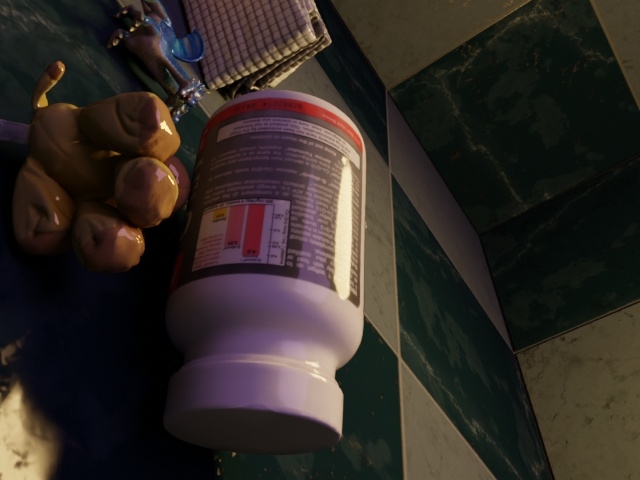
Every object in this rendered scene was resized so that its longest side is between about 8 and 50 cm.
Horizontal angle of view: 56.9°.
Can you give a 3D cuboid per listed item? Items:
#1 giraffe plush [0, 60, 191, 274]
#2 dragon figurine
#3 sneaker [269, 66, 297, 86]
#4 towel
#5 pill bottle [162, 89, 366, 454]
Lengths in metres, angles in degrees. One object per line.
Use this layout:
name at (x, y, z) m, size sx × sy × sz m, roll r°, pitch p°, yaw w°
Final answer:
giraffe plush at (-0.208, -0.059, 0.604) m, size 0.210 × 0.181 × 0.170 m, roll 30°, pitch 0°, yaw 19°
dragon figurine at (-0.238, -0.303, 0.910) m, size 0.144 × 0.085 × 0.289 m, roll 42°, pitch 28°, yaw -41°
sneaker at (-0.130, -0.511, 1.326) m, size 0.292 × 0.169 × 0.108 m, roll 49°, pitch 25°, yaw -26°
towel at (-0.123, -0.425, 1.137) m, size 0.121 × 0.235 × 0.284 m, roll 33°, pitch 33°, yaw -62°
pill bottle at (-0.055, 0.030, 0.656) m, size 0.210 × 0.210 × 0.363 m, roll 40°, pitch 43°, yaw -43°
